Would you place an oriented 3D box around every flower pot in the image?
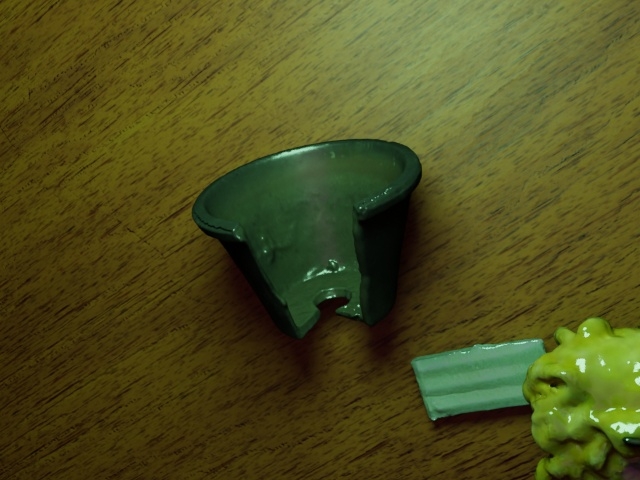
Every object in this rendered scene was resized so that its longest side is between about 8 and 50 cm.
[{"bbox_3d":[0.000,0.000,1.251,0.379,0.379,0.251,-8,116,16],"label":"flower pot"}]

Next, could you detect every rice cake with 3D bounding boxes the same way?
[{"bbox_3d":[0.287,0.243,1.319,0.237,0.043,0.127,-14,93,16],"label":"rice cake"}]

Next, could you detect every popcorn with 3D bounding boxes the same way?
[{"bbox_3d":[0.471,0.273,1.154,0.297,0.281,0.316,-7,91,16],"label":"popcorn"}]
